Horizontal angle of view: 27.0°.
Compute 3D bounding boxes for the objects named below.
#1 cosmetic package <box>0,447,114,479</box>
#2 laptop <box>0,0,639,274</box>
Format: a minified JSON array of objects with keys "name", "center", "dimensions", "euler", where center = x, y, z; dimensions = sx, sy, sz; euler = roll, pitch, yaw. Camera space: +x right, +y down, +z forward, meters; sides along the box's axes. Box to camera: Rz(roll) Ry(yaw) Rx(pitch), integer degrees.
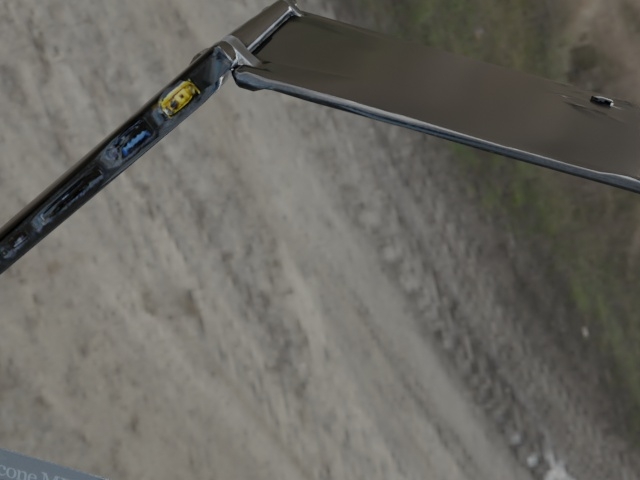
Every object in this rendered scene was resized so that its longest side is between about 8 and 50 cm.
[{"name":"cosmetic package","center":[-0.167,0.230,0.668],"dimensions":[0.127,0.107,0.238],"euler":[21,47,-29]},{"name":"laptop","center":[0.000,0.000,0.728],"dimensions":[0.236,0.408,0.382],"euler":[49,11,-8]}]
